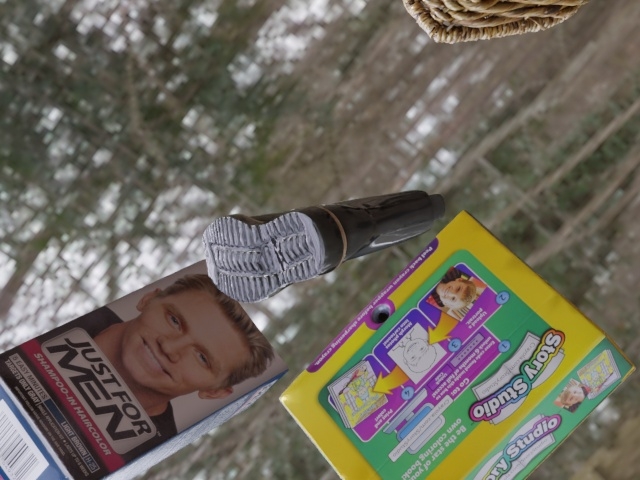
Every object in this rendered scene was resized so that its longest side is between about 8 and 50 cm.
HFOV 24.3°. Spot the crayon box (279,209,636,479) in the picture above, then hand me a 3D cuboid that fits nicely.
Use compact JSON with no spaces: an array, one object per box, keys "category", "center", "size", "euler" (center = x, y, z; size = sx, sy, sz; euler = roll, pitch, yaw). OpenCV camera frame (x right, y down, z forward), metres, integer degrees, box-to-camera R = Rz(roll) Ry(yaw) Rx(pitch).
[{"category":"crayon box","center":[0.166,0.185,1.916],"size":[0.106,0.363,0.313],"euler":[43,-177,-45]}]

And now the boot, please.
[{"category":"boot","center":[0.000,0.000,1.261],"size":[0.137,0.198,0.077],"euler":[-16,-82,-34]}]

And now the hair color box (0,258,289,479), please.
[{"category":"hair color box","center":[-0.214,0.161,1.655],"size":[0.174,0.105,0.347],"euler":[52,-140,10]}]

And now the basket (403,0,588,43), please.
[{"category":"basket","center":[0.201,-0.376,1.773],"size":[0.213,0.223,0.299],"euler":[16,-144,-47]}]

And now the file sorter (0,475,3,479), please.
[{"category":"file sorter","center":[-0.460,0.274,1.697],"size":[0.182,0.291,0.202],"euler":[33,-143,9]}]
